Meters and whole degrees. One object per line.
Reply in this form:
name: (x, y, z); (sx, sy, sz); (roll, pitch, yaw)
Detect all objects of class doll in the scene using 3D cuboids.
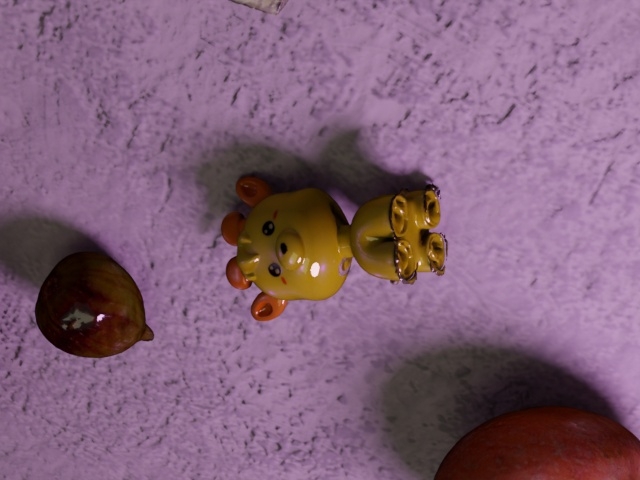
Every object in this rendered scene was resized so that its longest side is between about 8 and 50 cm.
doll: (0.000, 0.000, 1.466); (0.220, 0.135, 0.143); (-7, 94, 29)

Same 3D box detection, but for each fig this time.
fig: (-0.225, 0.076, 1.603); (0.109, 0.103, 0.154); (-28, 144, 34)

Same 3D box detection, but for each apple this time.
apple: (0.223, 0.286, 1.555); (0.253, 0.253, 0.254); (8, 131, 10)

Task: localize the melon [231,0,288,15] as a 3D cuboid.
melon: (-0.100, -0.265, 1.307); (0.182, 0.054, 0.098); (15, 126, 3)
